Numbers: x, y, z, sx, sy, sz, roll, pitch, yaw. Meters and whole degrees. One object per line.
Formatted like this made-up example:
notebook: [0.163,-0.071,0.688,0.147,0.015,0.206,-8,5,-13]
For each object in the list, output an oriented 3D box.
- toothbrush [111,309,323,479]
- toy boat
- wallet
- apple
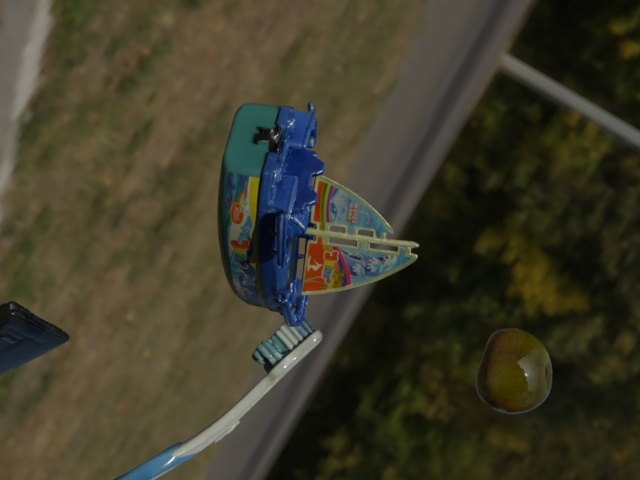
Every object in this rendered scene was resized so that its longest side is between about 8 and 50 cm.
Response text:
toothbrush: [-0.147,0.199,1.490,0.386,0.040,0.040,-42,173,-7]
toy boat: [0.000,0.000,1.015,0.175,0.110,0.091,92,10,-55]
wallet: [-0.387,0.132,1.854,0.244,0.025,0.124,-24,156,12]
apple: [0.198,0.134,1.862,0.089,0.074,0.089,1,90,-72]
